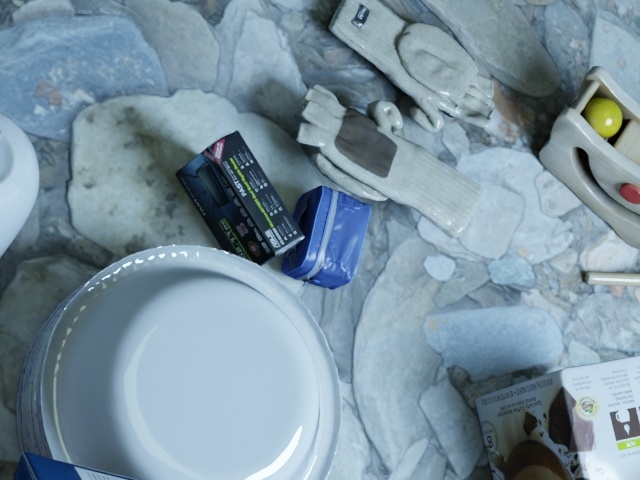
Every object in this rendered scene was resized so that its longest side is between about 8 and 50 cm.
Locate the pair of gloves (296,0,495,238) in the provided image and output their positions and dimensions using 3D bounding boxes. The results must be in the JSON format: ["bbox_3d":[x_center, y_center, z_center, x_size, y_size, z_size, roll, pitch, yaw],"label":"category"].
[{"bbox_3d":[0.079,-0.127,1.683,0.204,0.042,0.240,27,52,-12],"label":"pair of gloves"}]

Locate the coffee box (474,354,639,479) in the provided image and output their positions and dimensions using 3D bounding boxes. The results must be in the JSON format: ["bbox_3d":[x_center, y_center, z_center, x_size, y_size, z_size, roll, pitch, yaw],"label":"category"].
[{"bbox_3d":[0.267,0.274,1.605,0.118,0.168,0.297,-8,79,-26],"label":"coffee box"}]

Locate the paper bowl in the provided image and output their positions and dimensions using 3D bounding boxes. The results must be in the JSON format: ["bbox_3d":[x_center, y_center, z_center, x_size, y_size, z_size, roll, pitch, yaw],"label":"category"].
[{"bbox_3d":[-0.114,0.142,1.478,0.284,0.148,0.284,7,72,-23],"label":"paper bowl"}]

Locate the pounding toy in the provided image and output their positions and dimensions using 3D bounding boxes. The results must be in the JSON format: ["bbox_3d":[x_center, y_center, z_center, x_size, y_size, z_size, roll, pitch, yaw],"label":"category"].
[{"bbox_3d":[0.339,-0.038,1.731,0.269,0.154,0.155,41,63,-9],"label":"pounding toy"}]

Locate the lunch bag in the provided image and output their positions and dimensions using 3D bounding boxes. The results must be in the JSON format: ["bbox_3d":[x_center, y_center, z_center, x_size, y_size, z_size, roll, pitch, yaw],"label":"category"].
[{"bbox_3d":[0.000,0.000,1.613,0.065,0.067,0.098,20,70,-18],"label":"lunch bag"}]

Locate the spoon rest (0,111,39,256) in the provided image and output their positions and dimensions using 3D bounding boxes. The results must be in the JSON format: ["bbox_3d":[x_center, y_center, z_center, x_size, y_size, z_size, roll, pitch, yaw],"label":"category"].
[{"bbox_3d":[-0.320,-0.003,1.472,0.137,0.084,0.276,13,58,-22],"label":"spoon rest"}]

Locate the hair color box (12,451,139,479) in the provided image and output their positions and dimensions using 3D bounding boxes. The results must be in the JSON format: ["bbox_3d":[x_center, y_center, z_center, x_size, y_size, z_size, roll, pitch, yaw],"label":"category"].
[{"bbox_3d":[-0.205,0.360,1.327,0.173,0.105,0.347,18,94,-19],"label":"hair color box"}]

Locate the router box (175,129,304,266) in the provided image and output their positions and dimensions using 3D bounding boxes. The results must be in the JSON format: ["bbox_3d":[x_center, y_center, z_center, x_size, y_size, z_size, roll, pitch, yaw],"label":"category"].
[{"bbox_3d":[-0.077,-0.034,1.572,0.038,0.092,0.122,-32,90,-28],"label":"router box"}]
